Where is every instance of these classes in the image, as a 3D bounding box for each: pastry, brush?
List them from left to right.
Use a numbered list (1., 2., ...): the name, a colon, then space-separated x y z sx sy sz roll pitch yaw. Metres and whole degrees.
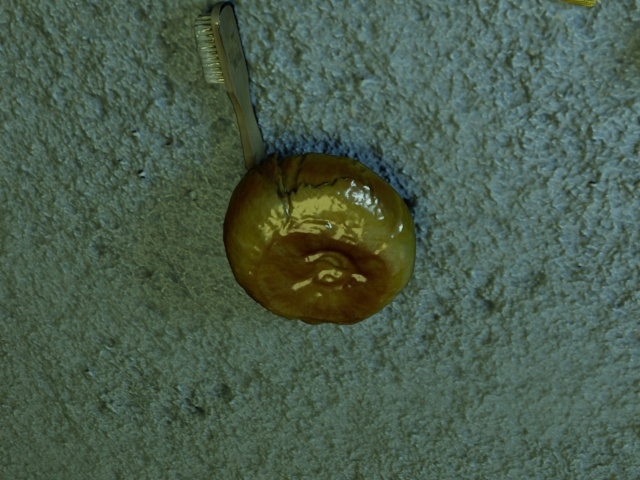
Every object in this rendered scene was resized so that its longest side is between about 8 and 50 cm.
1. brush: -0.150 -0.244 1.763 0.065 0.070 0.327 2 131 19
2. pastry: 0.000 0.000 1.840 0.356 0.164 0.356 2 129 3

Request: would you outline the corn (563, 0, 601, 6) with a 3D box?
1. corn: 0.360 -0.352 1.512 0.083 0.028 0.027 17 138 11
